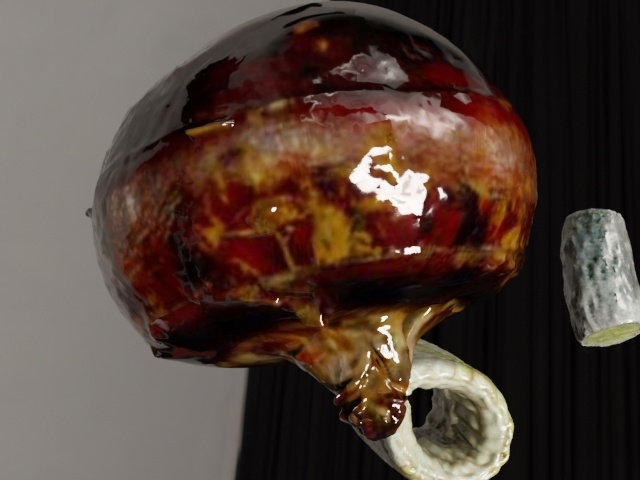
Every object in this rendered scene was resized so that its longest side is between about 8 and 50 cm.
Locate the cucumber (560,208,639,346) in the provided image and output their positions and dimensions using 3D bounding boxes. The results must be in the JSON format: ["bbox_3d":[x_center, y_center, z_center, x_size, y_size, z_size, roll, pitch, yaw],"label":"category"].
[{"bbox_3d":[0.233,0.030,0.798,0.064,0.112,0.064,-4,154,-2],"label":"cucumber"}]

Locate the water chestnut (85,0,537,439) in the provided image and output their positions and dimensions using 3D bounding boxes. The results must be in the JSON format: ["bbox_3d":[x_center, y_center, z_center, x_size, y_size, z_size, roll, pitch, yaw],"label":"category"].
[{"bbox_3d":[0.000,0.000,0.709,0.350,0.302,0.350,-11,166,-3],"label":"water chestnut"}]

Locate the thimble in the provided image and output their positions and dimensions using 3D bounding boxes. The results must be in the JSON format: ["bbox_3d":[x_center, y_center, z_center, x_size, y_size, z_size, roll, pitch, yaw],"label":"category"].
[{"bbox_3d":[0.103,0.177,1.023,0.190,0.137,0.143,39,175,-25],"label":"thimble"}]
